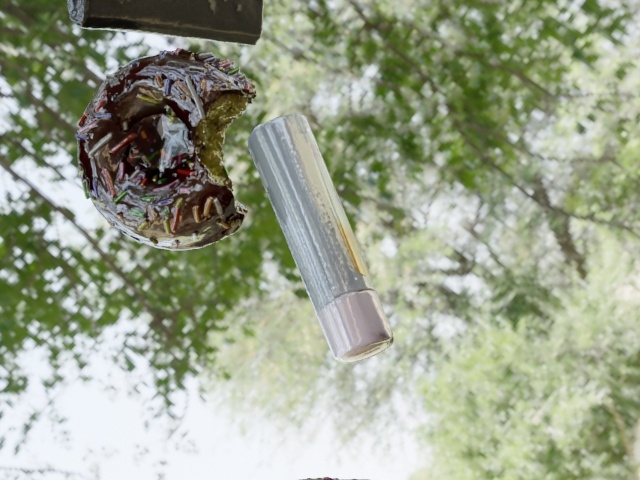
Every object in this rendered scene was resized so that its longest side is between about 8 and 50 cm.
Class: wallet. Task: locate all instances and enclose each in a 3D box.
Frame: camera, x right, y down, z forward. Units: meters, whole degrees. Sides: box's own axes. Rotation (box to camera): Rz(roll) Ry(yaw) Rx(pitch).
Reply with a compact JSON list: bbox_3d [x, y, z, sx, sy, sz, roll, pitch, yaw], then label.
[{"bbox_3d":[-0.175,-0.325,1.295,0.044,0.170,0.321,-7,1,37],"label":"wallet"}]

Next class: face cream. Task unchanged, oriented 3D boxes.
[{"bbox_3d":[0.000,0.000,1.179,0.073,0.269,0.107,-24,-15,9],"label":"face cream"}]

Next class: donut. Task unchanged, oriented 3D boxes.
[{"bbox_3d":[-0.177,-0.105,1.224,0.096,0.216,0.230,-6,-69,-71],"label":"donut"}]

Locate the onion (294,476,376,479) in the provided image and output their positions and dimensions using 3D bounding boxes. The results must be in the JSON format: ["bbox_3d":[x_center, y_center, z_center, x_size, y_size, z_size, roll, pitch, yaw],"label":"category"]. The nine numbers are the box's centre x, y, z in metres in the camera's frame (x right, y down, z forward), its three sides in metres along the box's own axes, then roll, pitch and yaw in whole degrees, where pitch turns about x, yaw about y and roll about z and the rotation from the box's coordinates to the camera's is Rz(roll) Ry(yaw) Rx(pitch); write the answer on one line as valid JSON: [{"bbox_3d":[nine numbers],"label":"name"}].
[{"bbox_3d":[0.046,0.329,0.761,0.358,0.358,0.345,-56,-12,19],"label":"onion"}]
